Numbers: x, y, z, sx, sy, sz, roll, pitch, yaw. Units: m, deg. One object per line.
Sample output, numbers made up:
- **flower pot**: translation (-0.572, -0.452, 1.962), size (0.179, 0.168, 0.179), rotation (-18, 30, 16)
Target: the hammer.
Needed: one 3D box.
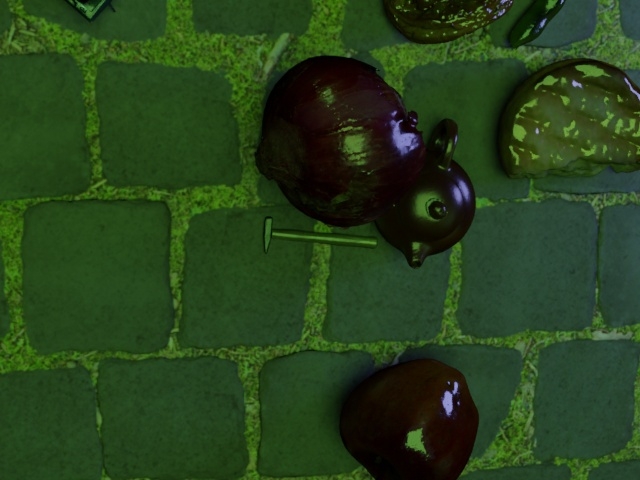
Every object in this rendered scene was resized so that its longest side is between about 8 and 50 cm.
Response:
- **hammer**: translation (0.000, 0.000, 1.698), size (0.198, 0.013, 0.063), rotation (6, 99, -11)

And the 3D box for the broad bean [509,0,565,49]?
- **broad bean**: translation (0.384, -0.422, 1.685), size (0.069, 0.039, 0.227), rotation (20, 95, -20)

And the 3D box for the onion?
- **onion**: translation (0.026, -0.151, 1.543), size (0.276, 0.276, 0.276), rotation (-2, 100, -11)

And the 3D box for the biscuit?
- **biscuit**: translation (0.437, -0.204, 1.707), size (0.274, 0.091, 0.213), rotation (2, 102, -10)

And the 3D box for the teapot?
- **teapot**: translation (0.185, -0.078, 1.660), size (0.178, 0.135, 0.252), rotation (14, 98, -17)

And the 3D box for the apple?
- **apple**: translation (0.157, 0.318, 1.690), size (0.233, 0.234, 0.234), rotation (-2, 100, -11)

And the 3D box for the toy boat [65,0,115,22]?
- **toy boat**: translation (-0.400, -0.437, 1.498), size (0.246, 0.103, 0.093), rotation (43, 91, -12)

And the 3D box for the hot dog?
- **hot dog**: translation (0.217, -0.411, 1.625), size (0.226, 0.099, 0.161), rotation (-31, 96, -7)
